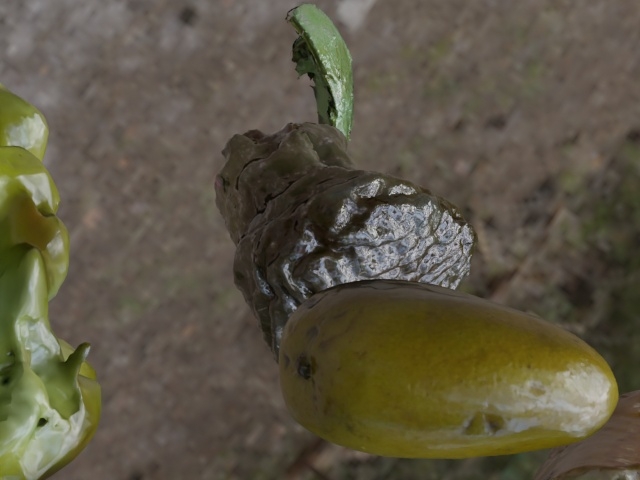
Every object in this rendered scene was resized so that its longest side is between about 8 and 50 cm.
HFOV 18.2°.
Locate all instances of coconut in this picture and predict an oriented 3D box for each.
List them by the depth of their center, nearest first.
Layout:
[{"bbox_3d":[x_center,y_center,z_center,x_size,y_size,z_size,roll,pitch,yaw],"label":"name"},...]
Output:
[{"bbox_3d":[0.000,-0.125,1.661,0.133,0.055,0.158,-87,177,-57],"label":"coconut"}]

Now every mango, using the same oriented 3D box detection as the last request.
[{"bbox_3d":[0.072,0.074,1.140,0.137,0.195,0.098,-25,118,-83],"label":"mango"}]

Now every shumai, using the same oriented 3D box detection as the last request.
[{"bbox_3d":[0.000,0.000,1.407,0.166,0.175,0.206,-41,145,-8],"label":"shumai"}]

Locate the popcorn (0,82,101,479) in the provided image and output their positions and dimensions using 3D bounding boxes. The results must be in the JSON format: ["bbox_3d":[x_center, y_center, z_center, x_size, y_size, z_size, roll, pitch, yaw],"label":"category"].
[{"bbox_3d":[-0.248,0.021,0.842,0.312,0.312,0.312,-39,150,-28],"label":"popcorn"}]

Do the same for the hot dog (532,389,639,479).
[{"bbox_3d":[0.273,0.309,1.625,0.365,0.196,0.367,-41,124,-72],"label":"hot dog"}]
